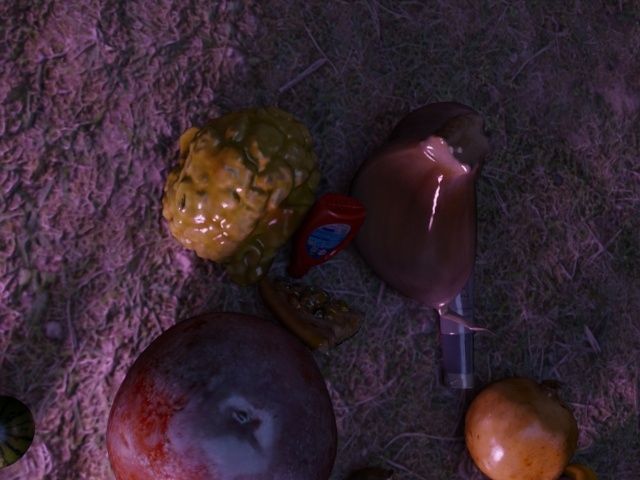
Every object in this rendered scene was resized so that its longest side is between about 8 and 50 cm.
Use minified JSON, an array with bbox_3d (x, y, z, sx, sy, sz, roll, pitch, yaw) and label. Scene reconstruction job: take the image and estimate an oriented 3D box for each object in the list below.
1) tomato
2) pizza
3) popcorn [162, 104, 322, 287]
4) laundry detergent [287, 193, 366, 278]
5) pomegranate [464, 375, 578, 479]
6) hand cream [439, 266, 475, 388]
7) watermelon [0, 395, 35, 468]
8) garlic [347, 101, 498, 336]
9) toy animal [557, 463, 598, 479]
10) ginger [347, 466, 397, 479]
[{"bbox_3d":[-0.130,0.259,1.116,0.316,0.282,0.317,4,74,-15],"label":"tomato"},{"bbox_3d":[0.007,0.113,1.257,0.195,0.185,0.052,11,118,-46],"label":"pizza"},{"bbox_3d":[-0.109,-0.065,1.186,0.237,0.205,0.252,-25,107,-34],"label":"popcorn"},{"bbox_3d":[0.000,0.000,1.249,0.097,0.165,0.049,7,47,-29],"label":"laundry detergent"},{"bbox_3d":[0.334,0.306,1.337,0.196,0.196,0.196,1,86,-21],"label":"pomegranate"},{"bbox_3d":[0.233,0.121,1.380,0.079,0.048,0.255,1,84,-26],"label":"hand cream"},{"bbox_3d":[-0.433,0.255,1.088,0.109,0.109,0.109,1,86,-21],"label":"watermelon"},{"bbox_3d":[0.184,-0.052,1.291,0.231,0.245,0.340,-44,130,-44],"label":"garlic"},{"bbox_3d":[0.447,0.452,1.421,0.114,0.091,0.082,-26,110,-22],"label":"toy animal"},{"bbox_3d":[0.088,0.462,1.287,0.104,0.080,0.204,-8,89,12],"label":"ginger"}]
